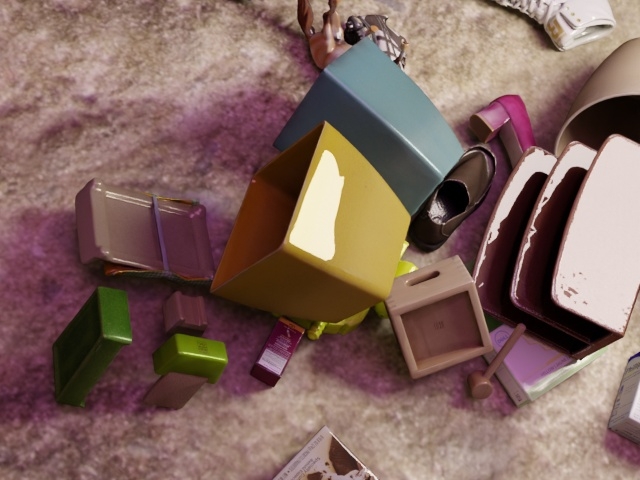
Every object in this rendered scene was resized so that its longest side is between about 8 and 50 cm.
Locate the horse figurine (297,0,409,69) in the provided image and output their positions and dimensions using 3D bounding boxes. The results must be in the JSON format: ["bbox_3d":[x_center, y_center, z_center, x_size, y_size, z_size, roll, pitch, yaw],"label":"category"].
[{"bbox_3d":[0.042,-0.309,1.772,0.066,0.174,0.263,-30,65,-34],"label":"horse figurine"}]

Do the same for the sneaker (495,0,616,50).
[{"bbox_3d":[0.392,-0.424,1.936,0.292,0.108,0.169,-3,64,-18],"label":"sneaker"}]

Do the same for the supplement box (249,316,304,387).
[{"bbox_3d":[-0.062,0.160,1.570,0.043,0.055,0.083,29,63,-1],"label":"supplement box"}]

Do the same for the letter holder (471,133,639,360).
[{"bbox_3d":[0.373,-0.012,1.640,0.214,0.152,0.302,27,67,-3],"label":"letter holder"}]

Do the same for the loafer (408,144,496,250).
[{"bbox_3d":[0.225,-0.075,1.744,0.080,0.078,0.220,34,62,2],"label":"loafer"}]

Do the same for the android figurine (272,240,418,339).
[{"bbox_3d":[0.023,0.028,1.656,0.248,0.056,0.273,35,60,2],"label":"android figurine"}]

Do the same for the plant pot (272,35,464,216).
[{"bbox_3d":[0.088,-0.157,1.663,0.234,0.166,0.165,39,37,3],"label":"plant pot"}]

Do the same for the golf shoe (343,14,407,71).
[{"bbox_3d":[0.120,-0.302,1.822,0.094,0.077,0.198,-22,75,-23],"label":"golf shoe"}]

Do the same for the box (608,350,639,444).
[{"bbox_3d":[0.530,0.252,1.682,0.126,0.072,0.137,28,62,-1],"label":"box"}]

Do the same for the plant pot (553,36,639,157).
[{"bbox_3d":[0.535,-0.216,1.821,0.256,0.256,0.274,26,46,-3],"label":"plant pot"}]

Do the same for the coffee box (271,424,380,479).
[{"bbox_3d":[0.046,0.417,1.445,0.297,0.119,0.168,43,62,7],"label":"coffee box"}]

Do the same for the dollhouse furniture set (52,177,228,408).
[{"bbox_3d":[-0.262,0.079,1.548,0.197,0.151,0.302,15,43,-32],"label":"dollhouse furniture set"}]

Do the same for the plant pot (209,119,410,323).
[{"bbox_3d":[0.000,0.000,1.520,0.187,0.212,0.212,31,58,-20],"label":"plant pot"}]

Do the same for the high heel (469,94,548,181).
[{"bbox_3d":[0.359,-0.138,1.820,0.117,0.082,0.244,-29,70,-31],"label":"high heel"}]

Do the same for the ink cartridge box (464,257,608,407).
[{"bbox_3d":[0.311,0.118,1.695,0.171,0.056,0.235,-28,78,-24],"label":"ink cartridge box"}]

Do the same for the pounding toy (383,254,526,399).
[{"bbox_3d":[0.203,0.132,1.608,0.181,0.206,0.094,-20,28,0],"label":"pounding toy"}]
